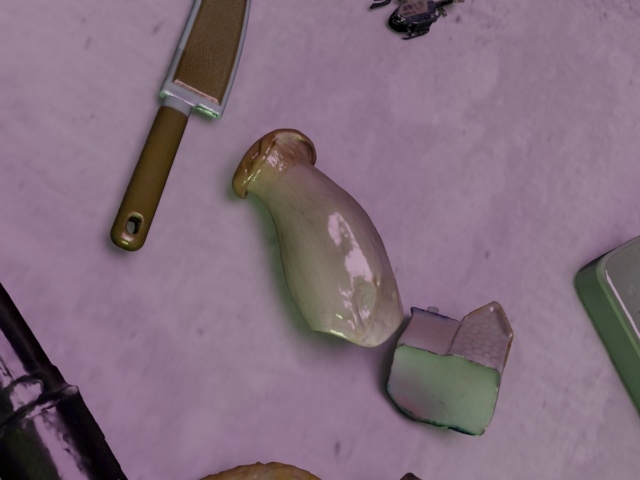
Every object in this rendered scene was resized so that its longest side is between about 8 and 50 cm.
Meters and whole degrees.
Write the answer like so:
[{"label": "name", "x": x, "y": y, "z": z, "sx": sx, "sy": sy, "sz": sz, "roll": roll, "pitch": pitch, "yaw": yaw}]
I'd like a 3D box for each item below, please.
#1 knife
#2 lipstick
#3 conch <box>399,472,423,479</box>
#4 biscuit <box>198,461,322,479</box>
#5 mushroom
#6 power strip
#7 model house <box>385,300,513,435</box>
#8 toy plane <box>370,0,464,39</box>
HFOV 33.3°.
[{"label": "knife", "x": -0.116, "y": -0.131, "z": 0.973, "sx": 0.061, "sy": 0.027, "sz": 0.343, "roll": 24, "pitch": 59, "yaw": -17}, {"label": "lipstick", "x": -0.219, "y": 0.121, "z": 0.789, "sx": 0.081, "sy": 0.081, "sz": 0.300, "roll": -28, "pitch": 85, "yaw": -34}, {"label": "conch", "x": 0.010, "y": 0.288, "z": 0.853, "sx": 0.086, "sy": 0.080, "sz": 0.233, "roll": 28, "pitch": 57, "yaw": -7}, {"label": "biscuit", "x": -0.049, "y": 0.270, "z": 0.800, "sx": 0.219, "sy": 0.033, "sz": 0.220, "roll": -2, "pitch": 57, "yaw": 3}, {"label": "mushroom", "x": 0.000, "y": 0.001, "z": 0.954, "sx": 0.097, "sy": 0.088, "sz": 0.212, "roll": -32, "pitch": 82, "yaw": -2}, {"label": "power strip", "x": 0.402, "y": 0.112, "z": 1.151, "sx": 0.193, "sy": 0.059, "sz": 0.265, "roll": -23, "pitch": 83, "yaw": -33}, {"label": "model house", "x": 0.120, "y": 0.109, "z": 0.989, "sx": 0.100, "sy": 0.088, "sz": 0.100, "roll": 15, "pitch": 34, "yaw": 10}, {"label": "toy plane", "x": 0.109, "y": -0.248, "z": 1.142, "sx": 0.120, "sy": 0.031, "sz": 0.049, "roll": -21, "pitch": 74, "yaw": -30}]
